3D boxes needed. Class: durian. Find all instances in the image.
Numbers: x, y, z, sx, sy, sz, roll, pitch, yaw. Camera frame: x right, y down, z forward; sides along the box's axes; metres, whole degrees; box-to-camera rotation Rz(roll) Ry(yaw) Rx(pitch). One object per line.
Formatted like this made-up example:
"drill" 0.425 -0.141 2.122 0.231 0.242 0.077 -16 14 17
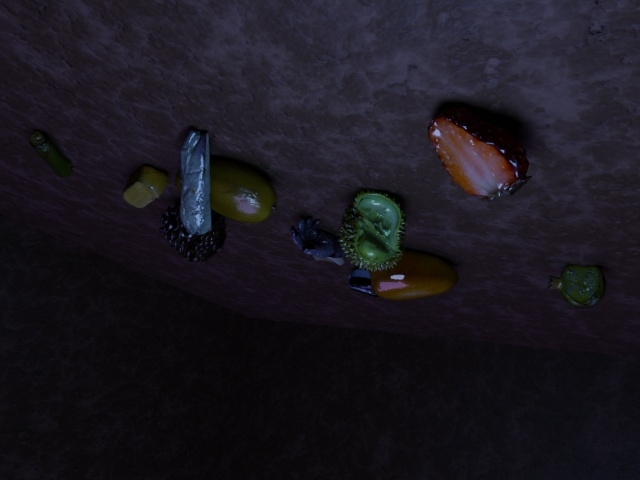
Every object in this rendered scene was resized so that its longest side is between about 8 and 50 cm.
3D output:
"durian" 0.152 -0.022 1.384 0.200 0.236 0.176 1 169 -13

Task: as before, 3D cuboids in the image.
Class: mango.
"mango" -0.284 -0.157 1.411 0.332 0.142 0.195 22 147 3
"mango" 0.346 0.135 1.762 0.350 0.201 0.199 4 -171 1

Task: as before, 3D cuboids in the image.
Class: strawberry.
"strawberry" 0.337 -0.200 0.982 0.236 0.111 0.190 44 162 -15

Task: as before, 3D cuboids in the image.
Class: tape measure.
"tape measure" 0.220 0.186 2.095 0.182 0.107 0.181 20 162 -20

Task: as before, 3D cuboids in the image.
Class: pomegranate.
"pomegranate" 0.842 0.153 1.546 0.169 0.143 0.122 -9 152 29

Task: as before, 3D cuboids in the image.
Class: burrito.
"burrito" -0.352 -0.159 1.316 0.096 0.309 0.066 15 -155 18

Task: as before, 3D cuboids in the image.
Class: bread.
"bread" -0.605 -0.186 1.619 0.102 0.094 0.246 34 152 -26

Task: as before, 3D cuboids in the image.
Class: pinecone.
"pinecone" -0.471 -0.034 1.774 0.273 0.224 0.224 28 166 20

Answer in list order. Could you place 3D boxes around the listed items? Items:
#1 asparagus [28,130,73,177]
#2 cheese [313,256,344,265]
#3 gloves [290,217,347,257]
"asparagus" -0.904 -0.278 1.595 0.067 0.060 0.277 4 162 -6
"cheese" 0.008 0.041 1.908 0.127 0.049 0.235 6 161 23
"gloves" -0.004 0.007 1.716 0.119 0.142 0.286 -32 138 25
